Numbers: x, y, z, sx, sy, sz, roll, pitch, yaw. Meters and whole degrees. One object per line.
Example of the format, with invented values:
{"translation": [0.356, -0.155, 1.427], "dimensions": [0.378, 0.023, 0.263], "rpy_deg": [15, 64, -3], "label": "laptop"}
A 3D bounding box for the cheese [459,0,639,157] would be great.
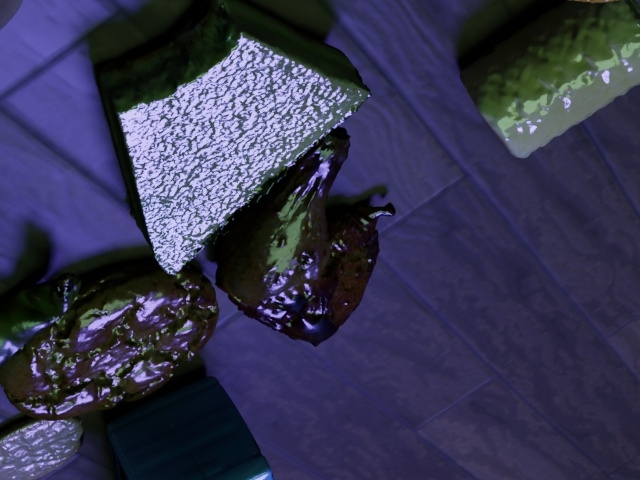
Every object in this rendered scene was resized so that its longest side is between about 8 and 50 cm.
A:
{"translation": [0.217, -0.154, 1.745], "dimensions": [0.167, 0.094, 0.123], "rpy_deg": [-34, 161, 14], "label": "cheese"}

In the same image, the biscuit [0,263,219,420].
{"translation": [-0.192, 0.098, 1.803], "dimensions": [0.226, 0.042, 0.226], "rpy_deg": [-25, 152, -14], "label": "biscuit"}

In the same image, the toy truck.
{"translation": [-0.125, 0.300, 2.063], "dimensions": [0.161, 0.162, 0.385], "rpy_deg": [-24, 152, -13], "label": "toy truck"}

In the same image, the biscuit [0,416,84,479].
{"translation": [-0.285, 0.206, 1.915], "dimensions": [0.120, 0.015, 0.120], "rpy_deg": [-23, 151, -14], "label": "biscuit"}

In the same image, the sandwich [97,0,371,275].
{"translation": [-0.112, -0.089, 1.574], "dimensions": [0.245, 0.063, 0.212], "rpy_deg": [-42, 146, 19], "label": "sandwich"}

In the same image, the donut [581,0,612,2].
{"translation": [0.199, -0.291, 1.403], "dimensions": [0.253, 0.118, 0.253], "rpy_deg": [-3, 109, -9], "label": "donut"}

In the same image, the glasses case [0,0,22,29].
{"translation": [-0.339, -0.122, 1.281], "dimensions": [0.314, 0.075, 0.122], "rpy_deg": [-28, 154, -5], "label": "glasses case"}

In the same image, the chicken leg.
{"translation": [-0.011, 0.007, 1.809], "dimensions": [0.177, 0.083, 0.322], "rpy_deg": [-40, 153, -2], "label": "chicken leg"}

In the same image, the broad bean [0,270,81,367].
{"translation": [-0.275, 0.079, 1.690], "dimensions": [0.195, 0.046, 0.061], "rpy_deg": [-36, 169, 20], "label": "broad bean"}
